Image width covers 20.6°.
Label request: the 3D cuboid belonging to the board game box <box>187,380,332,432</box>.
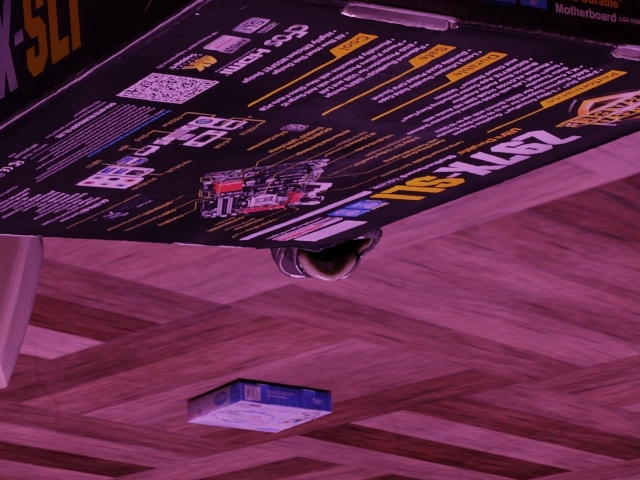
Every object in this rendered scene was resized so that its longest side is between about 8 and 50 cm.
[{"bbox_3d":[-0.052,0.141,1.483,0.090,0.020,0.090,11,157,-32],"label":"board game box"}]

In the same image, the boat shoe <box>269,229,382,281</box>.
[{"bbox_3d":[0.000,0.000,1.026,0.056,0.049,0.152,3,161,-11],"label":"boat shoe"}]

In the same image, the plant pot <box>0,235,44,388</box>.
[{"bbox_3d":[-0.223,0.034,1.043,0.109,0.096,0.109,1,160,-5],"label":"plant pot"}]

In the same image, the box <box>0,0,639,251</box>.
[{"bbox_3d":[-0.019,-0.068,0.718,0.257,0.079,0.322,1,167,-35],"label":"box"}]
